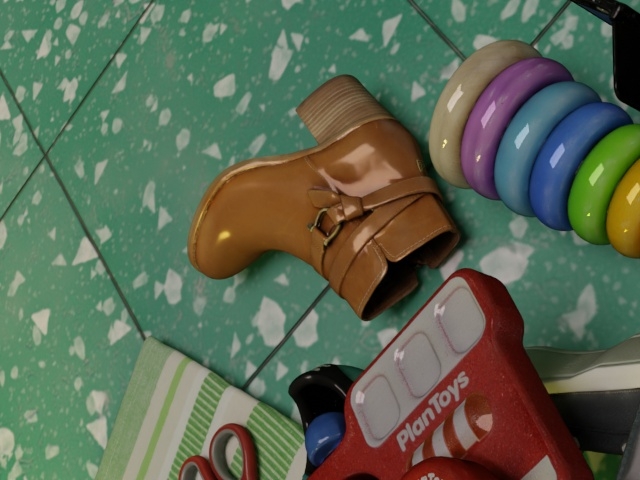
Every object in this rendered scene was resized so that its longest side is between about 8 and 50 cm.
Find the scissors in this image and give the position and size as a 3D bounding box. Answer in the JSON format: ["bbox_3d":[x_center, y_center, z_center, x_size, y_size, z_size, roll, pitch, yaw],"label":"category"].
[{"bbox_3d":[-0.049,0.298,1.198,0.109,0.021,0.297,-54,50,14],"label":"scissors"}]

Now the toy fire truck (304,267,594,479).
[{"bbox_3d":[0.079,0.203,0.952,0.302,0.169,0.254,-51,40,29],"label":"toy fire truck"}]

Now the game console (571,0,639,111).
[{"bbox_3d":[0.250,-0.152,1.021,0.107,0.122,0.071,35,103,41],"label":"game console"}]

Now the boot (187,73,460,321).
[{"bbox_3d":[0.000,0.000,1.235,0.283,0.109,0.220,-42,59,17],"label":"boot"}]

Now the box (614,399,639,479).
[{"bbox_3d":[0.390,0.164,0.706,0.395,0.212,0.293,17,91,30],"label":"box"}]

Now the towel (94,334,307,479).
[{"bbox_3d":[-0.124,0.271,1.310,0.325,0.038,0.248,23,95,44],"label":"towel"}]

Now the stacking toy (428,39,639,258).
[{"bbox_3d":[0.245,-0.041,0.999,0.330,0.141,0.141,36,103,37],"label":"stacking toy"}]

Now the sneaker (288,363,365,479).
[{"bbox_3d":[0.045,0.249,1.105,0.108,0.121,0.302,-39,56,28],"label":"sneaker"}]

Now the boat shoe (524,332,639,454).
[{"bbox_3d":[0.197,0.137,1.005,0.302,0.114,0.091,-11,98,51],"label":"boat shoe"}]
